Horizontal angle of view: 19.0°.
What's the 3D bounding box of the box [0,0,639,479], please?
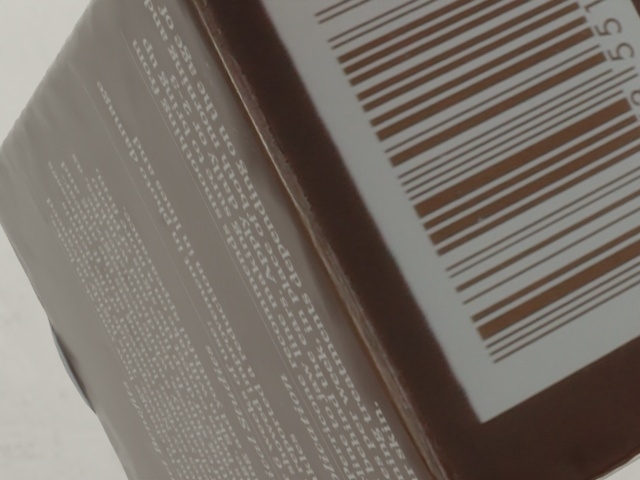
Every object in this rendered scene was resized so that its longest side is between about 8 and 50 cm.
[{"bbox_3d":[0.000,0.000,0.670,0.143,0.381,0.191,-27,-90,-21],"label":"box"}]
